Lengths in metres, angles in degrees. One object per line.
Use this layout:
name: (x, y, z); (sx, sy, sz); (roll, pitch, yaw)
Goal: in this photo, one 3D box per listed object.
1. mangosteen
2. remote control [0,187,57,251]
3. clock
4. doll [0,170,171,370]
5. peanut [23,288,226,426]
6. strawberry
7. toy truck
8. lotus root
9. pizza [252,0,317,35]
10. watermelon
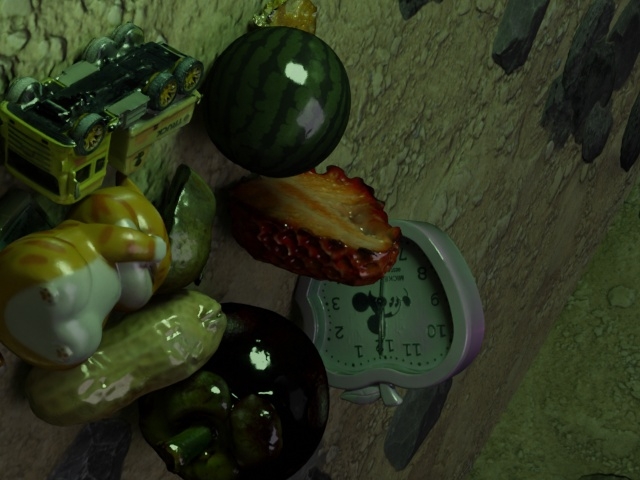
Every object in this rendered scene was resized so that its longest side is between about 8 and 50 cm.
mangosteen: (-0.120, 0.237, 1.832); (0.297, 0.313, 0.297); (-1, 92, -21)
remote control: (-0.352, 0.031, 1.554); (0.098, 0.038, 0.233); (-57, 151, -18)
clock: (0.117, 0.124, 2.153); (0.102, 0.338, 0.338); (-3, 114, -62)
doll: (-0.282, 0.039, 1.469); (0.269, 0.162, 0.167); (-34, 134, -44)
peanut: (-0.260, 0.157, 1.671); (0.290, 0.130, 0.130); (-24, 138, -17)
strawberry: (0.002, -0.008, 1.915); (0.253, 0.280, 0.150); (-38, 146, -58)
toy truck: (-0.260, -0.144, 1.494); (0.272, 0.124, 0.157); (-41, 154, -45)
lotus root: (-0.181, -0.006, 1.673); (0.203, 0.078, 0.183); (-149, -101, -76)
pizza: (-0.049, -0.317, 1.820); (0.099, 0.036, 0.160); (-65, 154, -1)
watermelon: (-0.060, -0.194, 1.713); (0.212, 0.212, 0.212); (-41, 144, -40)
